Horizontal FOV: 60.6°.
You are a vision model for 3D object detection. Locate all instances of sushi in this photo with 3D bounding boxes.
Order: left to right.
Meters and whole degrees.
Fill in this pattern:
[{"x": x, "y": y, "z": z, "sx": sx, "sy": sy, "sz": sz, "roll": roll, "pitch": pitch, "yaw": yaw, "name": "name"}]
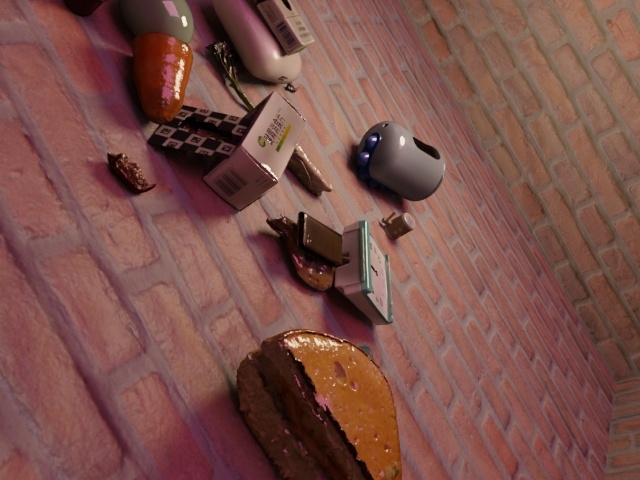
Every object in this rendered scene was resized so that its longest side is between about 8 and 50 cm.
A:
[{"x": -0.437, "y": -0.155, "z": 1.254, "sx": 0.120, "sy": 0.055, "sz": 0.052, "roll": 50, "pitch": 43, "yaw": -12, "name": "sushi"}, {"x": -0.310, "y": -0.268, "z": 1.438, "sx": 0.215, "sy": 0.051, "sz": 0.192, "roll": 13, "pitch": 45, "yaw": 7, "name": "sushi"}]

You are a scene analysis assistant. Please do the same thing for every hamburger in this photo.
[{"x": 0.020, "y": 0.388, "z": 1.251, "sx": 0.446, "sy": 0.268, "sz": 0.287, "roll": 56, "pitch": 37, "yaw": 2, "name": "hamburger"}]

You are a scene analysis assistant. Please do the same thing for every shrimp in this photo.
[{"x": -0.052, "y": 0.035, "z": 1.579, "sx": 0.317, "sy": 0.077, "sz": 0.168, "roll": 37, "pitch": 41, "yaw": -38, "name": "shrimp"}]

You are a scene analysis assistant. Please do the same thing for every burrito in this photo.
[{"x": -0.046, "y": -0.228, "z": 1.771, "sx": 0.226, "sy": 0.086, "sz": 0.060, "roll": 47, "pitch": 46, "yaw": -24, "name": "burrito"}]

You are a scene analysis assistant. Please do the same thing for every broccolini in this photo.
[{"x": -0.258, "y": -0.510, "z": 1.740, "sx": 0.272, "sy": 0.062, "sz": 0.123, "roll": 58, "pitch": 40, "yaw": -15, "name": "broccolini"}]

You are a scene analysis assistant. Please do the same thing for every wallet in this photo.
[{"x": 0.000, "y": 0.000, "z": 1.583, "sx": 0.198, "sy": 0.031, "sz": 0.110, "roll": 31, "pitch": 54, "yaw": -49, "name": "wallet"}]

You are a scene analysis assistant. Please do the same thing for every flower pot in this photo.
[{"x": -0.587, "y": -0.616, "z": 1.361, "sx": 0.111, "sy": 0.089, "sz": 0.111, "roll": 31, "pitch": 44, "yaw": -36, "name": "flower pot"}]

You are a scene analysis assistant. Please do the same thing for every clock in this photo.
[{"x": 0.137, "y": 0.107, "z": 1.718, "sx": 0.231, "sy": 0.116, "sz": 0.263, "roll": 51, "pitch": 32, "yaw": -47, "name": "clock"}]

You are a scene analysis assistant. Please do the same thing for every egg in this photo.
[{"x": -0.442, "y": -0.610, "z": 1.469, "sx": 0.231, "sy": 0.168, "sz": 0.168, "roll": 49, "pitch": 36, "yaw": -7, "name": "egg"}]

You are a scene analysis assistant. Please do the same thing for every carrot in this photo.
[{"x": -0.405, "y": -0.397, "z": 1.403, "sx": 0.159, "sy": 0.159, "sz": 0.225, "roll": 14, "pitch": 66, "yaw": -46, "name": "carrot"}]

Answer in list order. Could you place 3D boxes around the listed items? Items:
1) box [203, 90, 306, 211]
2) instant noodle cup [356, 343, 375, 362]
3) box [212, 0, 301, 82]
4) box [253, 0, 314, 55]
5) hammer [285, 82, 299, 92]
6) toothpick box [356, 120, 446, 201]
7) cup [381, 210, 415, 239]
[{"x": -0.175, "y": -0.260, "z": 1.547, "sx": 0.145, "sy": 0.173, "sz": 0.333, "roll": 45, "pitch": 38, "yaw": -23, "name": "box"}, {"x": 0.091, "y": 0.383, "z": 1.518, "sx": 0.157, "sy": 0.070, "sz": 0.179, "roll": 8, "pitch": 61, "yaw": -47, "name": "instant noodle cup"}, {"x": -0.205, "y": -0.690, "z": 1.818, "sx": 0.349, "sy": 0.141, "sz": 0.288, "roll": 62, "pitch": 24, "yaw": 2, "name": "box"}, {"x": -0.129, "y": -0.725, "z": 1.745, "sx": 0.259, "sy": 0.071, "sz": 0.168, "roll": 57, "pitch": 24, "yaw": -14, "name": "box"}, {"x": -0.122, "y": -0.617, "z": 2.002, "sx": 0.062, "sy": 0.017, "sz": 0.182, "roll": 7, "pitch": 60, "yaw": -49, "name": "hammer"}, {"x": 0.289, "y": -0.305, "z": 2.122, "sx": 0.354, "sy": 0.263, "sz": 0.263, "roll": 23, "pitch": 49, "yaw": -40, "name": "toothpick box"}, {"x": 0.291, "y": -0.066, "z": 2.054, "sx": 0.102, "sy": 0.099, "sz": 0.074, "roll": 54, "pitch": 35, "yaw": -9, "name": "cup"}]
